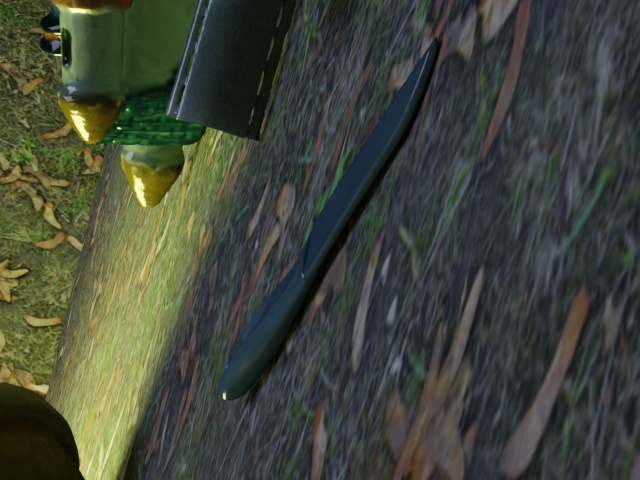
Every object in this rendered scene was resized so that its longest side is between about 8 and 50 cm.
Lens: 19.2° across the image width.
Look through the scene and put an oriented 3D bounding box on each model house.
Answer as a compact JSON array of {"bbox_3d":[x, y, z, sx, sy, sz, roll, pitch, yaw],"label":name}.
[{"bbox_3d":[-0.179,-0.166,1.704,0.253,0.184,0.291,-141,48,-67],"label":"model house"}]

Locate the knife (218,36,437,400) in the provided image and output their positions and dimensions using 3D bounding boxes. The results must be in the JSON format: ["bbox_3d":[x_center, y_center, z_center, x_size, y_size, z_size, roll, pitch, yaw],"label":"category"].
[{"bbox_3d":[0.000,0.000,0.918,0.313,0.019,0.044,123,163,-54],"label":"knife"}]

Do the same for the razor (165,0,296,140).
[{"bbox_3d":[-0.068,-0.119,1.399,0.232,0.068,0.106,139,147,-85],"label":"razor"}]

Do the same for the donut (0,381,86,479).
[{"bbox_3d":[-0.368,0.297,1.518,0.449,0.198,0.449,-37,-32,-28],"label":"donut"}]
